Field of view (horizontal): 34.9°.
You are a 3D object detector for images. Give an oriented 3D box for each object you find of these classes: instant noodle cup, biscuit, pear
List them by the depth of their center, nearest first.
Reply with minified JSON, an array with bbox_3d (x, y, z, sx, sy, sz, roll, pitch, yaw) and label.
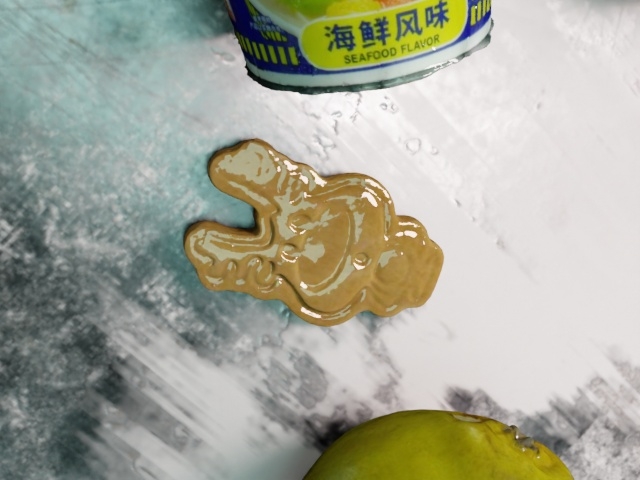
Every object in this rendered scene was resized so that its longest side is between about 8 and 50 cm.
[{"bbox_3d":[0.010,-0.281,0.705,0.284,0.284,0.312,-16,119,-8],"label":"instant noodle cup"},{"bbox_3d":[0.000,0.003,0.907,0.236,0.040,0.144,18,108,-16],"label":"biscuit"},{"bbox_3d":[0.090,0.289,0.911,0.269,0.269,0.321,36,110,-21],"label":"pear"}]
